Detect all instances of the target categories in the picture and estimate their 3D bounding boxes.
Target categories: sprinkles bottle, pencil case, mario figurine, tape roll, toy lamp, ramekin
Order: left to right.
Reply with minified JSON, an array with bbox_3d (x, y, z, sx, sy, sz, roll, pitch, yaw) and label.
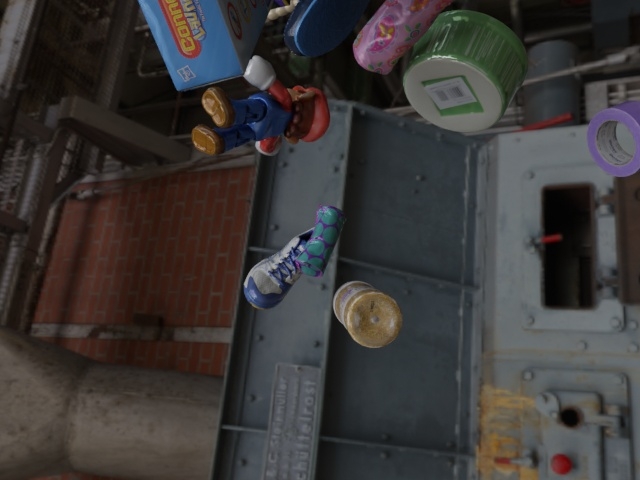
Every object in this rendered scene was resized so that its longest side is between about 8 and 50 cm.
[{"bbox_3d":[-0.121,-0.264,1.295,0.320,0.198,0.170,-18,-89,-45],"label":"mario figurine"},{"bbox_3d":[-0.104,-0.579,1.602,0.080,0.274,0.080,-17,-90,-72],"label":"toy lamp"},{"bbox_3d":[0.000,0.000,1.383,0.064,0.070,0.152,104,-170,-71],"label":"pencil case"},{"bbox_3d":[0.102,0.163,1.478,0.355,0.121,0.121,177,90,-86],"label":"sprinkles bottle"},{"bbox_3d":[0.196,-0.513,1.480,0.124,0.284,0.124,22,-133,-26],"label":"pencil case"},{"bbox_3d":[0.360,-0.417,1.626,0.148,0.303,0.303,-62,-36,-24],"label":"ramekin"},{"bbox_3d":[0.814,-0.271,1.697,0.080,0.189,0.189,-21,-68,-20],"label":"tape roll"}]

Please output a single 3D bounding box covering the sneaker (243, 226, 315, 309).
[{"bbox_3d":[-0.079,0.051,1.582,0.112,0.131,0.296,42,-135,1],"label":"sneaker"}]

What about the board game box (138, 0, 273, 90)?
[{"bbox_3d":[-0.158,-0.385,0.766,0.302,0.086,0.308,-84,-21,-55],"label":"board game box"}]

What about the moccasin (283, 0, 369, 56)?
[{"bbox_3d":[0.028,-0.495,1.266,0.342,0.116,0.138,-53,-37,-20],"label":"moccasin"}]

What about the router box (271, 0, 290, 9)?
[{"bbox_3d":[-0.169,-0.598,1.268,0.081,0.242,0.309,31,-120,-60],"label":"router box"}]
